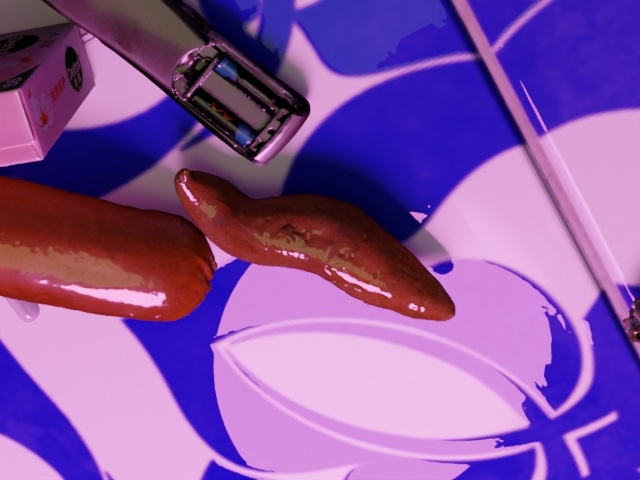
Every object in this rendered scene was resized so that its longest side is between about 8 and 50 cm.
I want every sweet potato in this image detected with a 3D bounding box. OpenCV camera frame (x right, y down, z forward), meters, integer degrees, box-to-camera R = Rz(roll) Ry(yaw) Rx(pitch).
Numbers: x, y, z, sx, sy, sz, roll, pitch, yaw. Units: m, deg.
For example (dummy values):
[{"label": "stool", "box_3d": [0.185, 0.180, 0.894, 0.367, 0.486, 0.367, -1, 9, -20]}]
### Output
[{"label": "sweet potato", "box_3d": [0.000, 0.001, 0.755, 0.202, 0.058, 0.055, 22, 160, -3]}]

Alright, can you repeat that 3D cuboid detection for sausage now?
[{"label": "sausage", "box_3d": [-0.165, 0.006, 0.750, 0.198, 0.076, 0.076, 12, 119, -12]}]

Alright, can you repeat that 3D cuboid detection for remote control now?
[{"label": "remote control", "box_3d": [-0.100, -0.125, 0.706, 0.212, 0.028, 0.059, 37, 116, -15]}]

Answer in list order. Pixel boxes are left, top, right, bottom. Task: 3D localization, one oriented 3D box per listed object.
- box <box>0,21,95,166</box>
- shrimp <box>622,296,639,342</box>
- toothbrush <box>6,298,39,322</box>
[{"label": "box", "box_3d": [-0.192, -0.083, 0.682, 0.089, 0.125, 0.043, -9, 117, 8]}, {"label": "shrimp", "box_3d": [0.247, -0.005, 0.733, 0.166, 0.049, 0.161, -34, 119, 19]}, {"label": "toothbrush", "box_3d": [-0.257, -0.049, 0.766, 0.024, 0.018, 0.257, -21, 115, 18]}]
